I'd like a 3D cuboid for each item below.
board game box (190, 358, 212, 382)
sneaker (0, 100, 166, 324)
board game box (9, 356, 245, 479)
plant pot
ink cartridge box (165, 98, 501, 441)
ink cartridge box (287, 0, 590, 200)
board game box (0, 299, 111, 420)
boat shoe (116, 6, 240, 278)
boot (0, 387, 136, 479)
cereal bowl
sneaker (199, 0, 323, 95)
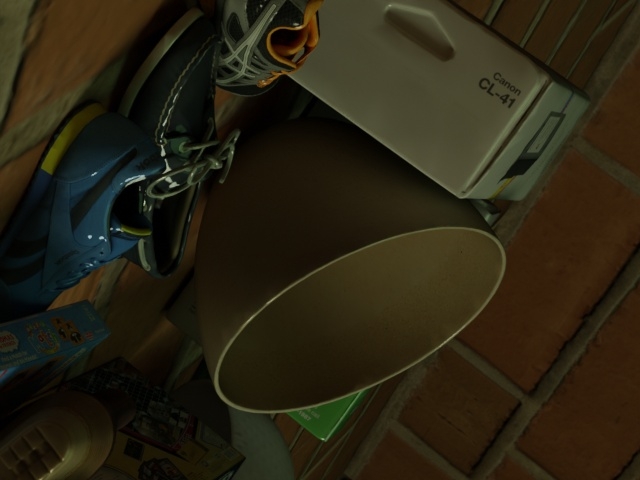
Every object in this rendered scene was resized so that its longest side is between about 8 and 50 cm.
[{"bbox_3d":[-0.107,0.173,2.076,0.317,0.046,0.213,-59,168,31],"label":"board game box"},{"bbox_3d":[-0.175,0.002,1.166,0.209,0.082,0.069,-57,170,32],"label":"sneaker"},{"bbox_3d":[-0.187,0.197,1.512,0.042,0.165,0.243,-56,168,19],"label":"board game box"},{"bbox_3d":[0.000,0.000,1.487,0.284,0.191,0.284,-21,153,-11],"label":"plant pot"},{"bbox_3d":[0.017,0.022,1.665,0.289,0.211,0.121,-53,171,9],"label":"ink cartridge box"},{"bbox_3d":[0.102,-0.145,1.451,0.131,0.226,0.306,-56,167,11],"label":"ink cartridge box"},{"bbox_3d":[-0.259,0.113,1.173,0.160,0.039,0.211,-38,173,17],"label":"board game box"},{"bbox_3d":[-0.111,-0.064,1.218,0.095,0.079,0.254,-41,164,-44],"label":"boat shoe"},{"bbox_3d":[-0.253,0.191,1.205,0.248,0.090,0.207,-31,177,3],"label":"boot"},{"bbox_3d":[-0.130,0.331,1.789,0.339,0.141,0.339,-45,-149,37],"label":"cereal bowl"},{"bbox_3d":[-0.042,-0.152,1.216,0.084,0.083,0.215,-51,170,-12],"label":"sneaker"}]
